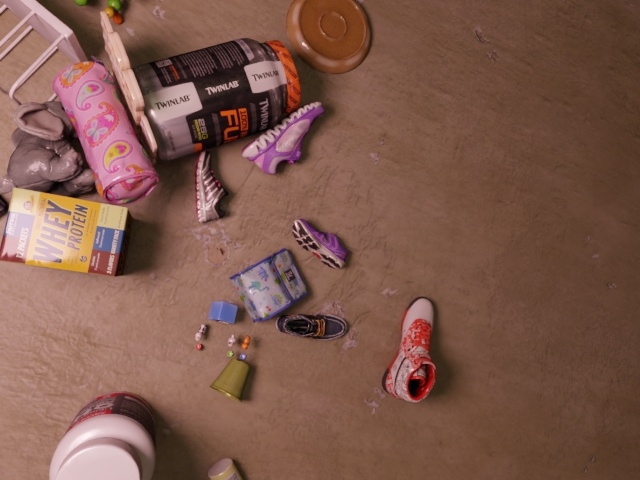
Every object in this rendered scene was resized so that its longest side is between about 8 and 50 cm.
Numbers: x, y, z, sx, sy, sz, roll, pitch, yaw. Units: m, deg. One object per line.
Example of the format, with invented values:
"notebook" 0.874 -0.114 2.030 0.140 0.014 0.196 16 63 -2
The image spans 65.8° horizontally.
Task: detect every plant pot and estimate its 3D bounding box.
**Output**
"plant pot" 0.029 -0.555 1.290 0.236 0.032 0.236 1 86 -17
"plant pot" -0.201 0.317 1.140 0.083 0.083 0.079 32 66 -13

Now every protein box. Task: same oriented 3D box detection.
"protein box" -0.496 -0.008 0.996 0.200 0.201 0.136 10 84 -17

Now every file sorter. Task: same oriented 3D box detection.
"file sorter" -0.646 -0.416 0.983 0.278 0.193 0.173 40 79 -12

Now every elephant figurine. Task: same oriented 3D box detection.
"elephant figurine" -0.563 -0.217 1.030 0.169 0.186 0.239 -17 80 15

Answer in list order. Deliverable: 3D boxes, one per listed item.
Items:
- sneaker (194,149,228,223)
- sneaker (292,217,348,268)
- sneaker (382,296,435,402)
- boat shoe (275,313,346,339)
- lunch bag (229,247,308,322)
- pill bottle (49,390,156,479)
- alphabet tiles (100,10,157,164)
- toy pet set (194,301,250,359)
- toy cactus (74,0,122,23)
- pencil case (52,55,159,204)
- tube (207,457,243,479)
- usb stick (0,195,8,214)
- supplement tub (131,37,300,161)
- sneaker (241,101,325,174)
"sneaker" -0.253 -0.126 1.156 0.075 0.063 0.170 -2 92 -18
"sneaker" 0.000 0.000 1.238 0.170 0.068 0.071 42 60 -20
"sneaker" 0.252 0.274 1.248 0.090 0.145 0.270 27 79 -14
"boat shoe" -0.013 0.212 1.199 0.183 0.083 0.065 6 85 -18
"lunch bag" -0.114 0.104 1.173 0.151 0.096 0.129 -28 93 -32
"pill bottle" -0.403 0.405 0.937 0.176 0.318 0.176 2 85 -18
"alphabet tiles" -0.392 -0.297 1.005 0.021 0.284 0.278 -21 94 -20
"toy pet set" -0.220 0.202 1.125 0.122 0.065 0.114 10 72 3
"toy cactus" -0.470 -0.595 1.111 0.219 0.112 0.180 -43 81 -13
"pencil case" -0.416 -0.211 0.968 0.124 0.124 0.284 -23 76 -18
"tube" -0.182 0.618 1.136 0.070 0.062 0.240 -21 100 23
"usb stick" -0.769 -0.011 0.992 0.278 0.045 0.077 -41 106 -16
"supplement tub" -0.229 -0.321 1.100 0.338 0.207 0.207 -23 94 -17
"sneaker" -0.075 -0.246 1.211 0.236 0.095 0.104 -40 105 -11
